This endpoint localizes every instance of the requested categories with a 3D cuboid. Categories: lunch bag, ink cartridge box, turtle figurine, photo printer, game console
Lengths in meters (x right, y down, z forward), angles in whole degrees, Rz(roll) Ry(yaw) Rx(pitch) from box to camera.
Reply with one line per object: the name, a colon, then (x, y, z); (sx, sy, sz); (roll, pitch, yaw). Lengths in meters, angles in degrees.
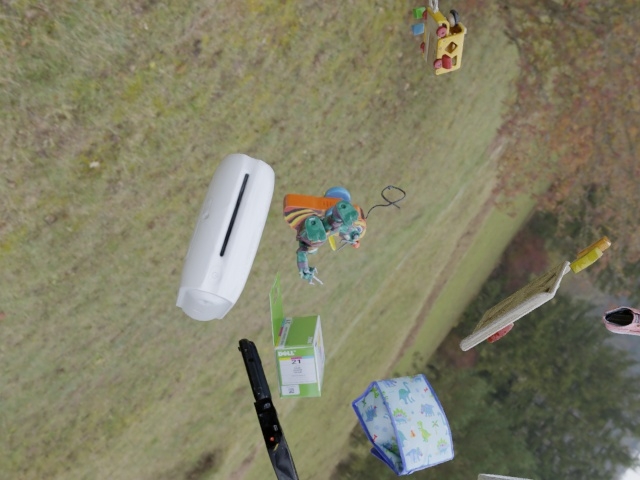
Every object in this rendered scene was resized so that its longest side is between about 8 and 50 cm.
lunch bag: (0.146, 0.315, 1.140); (0.128, 0.151, 0.096); (-1, 138, -39)
ink cartridge box: (-0.053, 0.212, 1.573); (0.189, 0.097, 0.255); (-76, 161, -75)
turtle figurine: (0.000, 0.000, 1.408); (0.175, 0.118, 0.234); (-48, 173, -22)
photo printer: (-0.167, 0.000, 1.164); (0.307, 0.107, 0.256); (136, -29, -71)
game console: (-0.113, 0.365, 1.424); (0.044, 0.361, 0.213); (-18, 130, -7)

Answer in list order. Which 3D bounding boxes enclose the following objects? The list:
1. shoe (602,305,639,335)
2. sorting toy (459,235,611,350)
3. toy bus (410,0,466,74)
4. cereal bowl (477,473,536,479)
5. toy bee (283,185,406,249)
shoe: (0.768, 0.195, 1.603); (0.081, 0.178, 0.064); (28, 66, -54)
sorting toy: (0.426, 0.108, 1.313); (0.307, 0.041, 0.229); (-41, 171, 32)
toy bus: (0.336, -0.553, 1.804); (0.104, 0.191, 0.202); (-17, -172, -10)
cereal bowl: (0.518, 0.613, 1.495); (0.339, 0.338, 0.141); (47, 49, -66)
toy bee: (0.054, -0.042, 1.725); (0.195, 0.298, 0.162); (-63, 159, -45)
